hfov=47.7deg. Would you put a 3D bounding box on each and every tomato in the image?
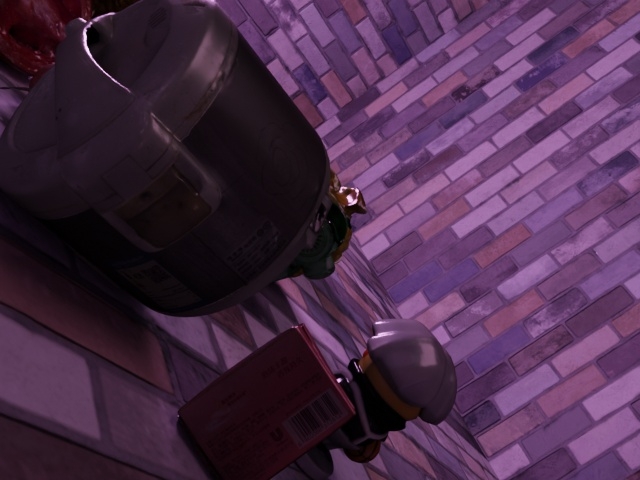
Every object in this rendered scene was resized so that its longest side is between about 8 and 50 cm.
[{"bbox_3d":[-0.387,-0.296,0.926,0.173,0.099,0.189,68,36,-44],"label":"tomato"}]

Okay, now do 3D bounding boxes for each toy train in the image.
[{"bbox_3d":[-0.071,-0.054,1.190,0.145,0.201,0.266,-34,107,-75],"label":"toy train"}]

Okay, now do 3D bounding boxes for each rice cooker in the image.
[{"bbox_3d":[-0.157,-0.087,0.733,0.277,0.288,0.288,48,10,-40],"label":"rice cooker"}]

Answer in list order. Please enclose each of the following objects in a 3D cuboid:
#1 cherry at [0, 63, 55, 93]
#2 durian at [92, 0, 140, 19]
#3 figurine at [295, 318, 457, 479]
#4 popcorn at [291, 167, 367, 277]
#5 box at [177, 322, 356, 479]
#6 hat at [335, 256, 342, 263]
[{"bbox_3d":[-0.299,-0.161,0.875,0.106,0.087,0.126,59,10,3],"label":"cherry"},{"bbox_3d":[-0.391,-0.507,1.320,0.293,0.258,0.258,26,28,-53],"label":"durian"},{"bbox_3d":[0.073,0.215,0.970,0.176,0.236,0.133,46,10,-43],"label":"figurine"},{"bbox_3d":[-0.051,-0.050,1.405,0.258,0.270,0.224,110,-20,-62],"label":"popcorn"},{"bbox_3d":[-0.053,0.168,0.721,0.111,0.156,0.060,56,-5,3],"label":"box"},{"bbox_3d":[0.007,0.001,1.951,0.166,0.122,0.081,-7,27,-42],"label":"hat"}]
